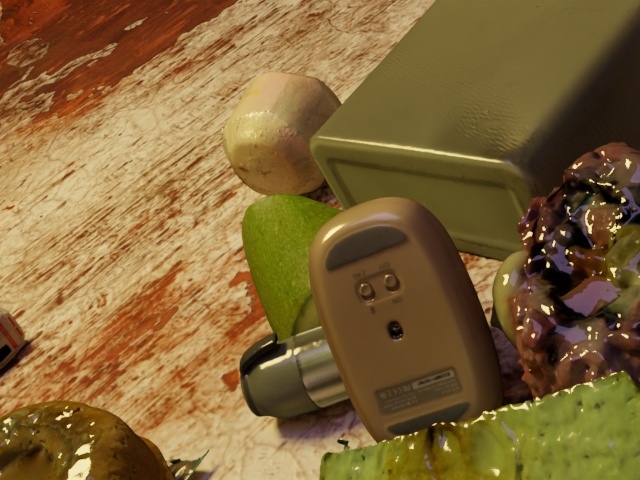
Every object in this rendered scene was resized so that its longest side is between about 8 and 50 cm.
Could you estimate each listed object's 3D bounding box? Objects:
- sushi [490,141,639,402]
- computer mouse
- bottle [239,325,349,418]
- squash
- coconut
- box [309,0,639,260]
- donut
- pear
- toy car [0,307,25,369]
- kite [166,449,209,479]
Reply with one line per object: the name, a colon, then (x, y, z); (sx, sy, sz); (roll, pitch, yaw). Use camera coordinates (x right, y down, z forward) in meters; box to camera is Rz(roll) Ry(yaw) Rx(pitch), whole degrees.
sushi: (0.255, 0.052, 0.802); (0.236, 0.171, 0.270); (-5, 45, 32)
computer mouse: (0.077, 0.078, 0.870); (0.145, 0.237, 0.082); (-23, -2, 17)
bottle: (0.040, 0.108, 0.960); (0.253, 0.096, 0.079); (-21, 27, 14)
squash: (0.000, 0.000, 1.130); (0.203, 0.111, 0.289); (-26, 31, 2)
coconut: (-0.046, -0.156, 1.330); (0.170, 0.171, 0.183); (-4, 43, 34)
box: (0.220, -0.158, 1.120); (0.351, 0.177, 0.344); (14, 55, 47)
donut: (-0.267, 0.257, 0.936); (0.261, 0.128, 0.209); (-6, 39, 31)
pear: (0.142, 0.241, 0.663); (0.288, 0.139, 0.239); (-26, 52, 39)
toy car: (-0.513, 0.125, 1.370); (0.108, 0.089, 0.209); (-43, 37, -22)
kite: (-0.290, 0.324, 0.996); (0.405, 0.014, 0.368); (-25, 32, 9)
